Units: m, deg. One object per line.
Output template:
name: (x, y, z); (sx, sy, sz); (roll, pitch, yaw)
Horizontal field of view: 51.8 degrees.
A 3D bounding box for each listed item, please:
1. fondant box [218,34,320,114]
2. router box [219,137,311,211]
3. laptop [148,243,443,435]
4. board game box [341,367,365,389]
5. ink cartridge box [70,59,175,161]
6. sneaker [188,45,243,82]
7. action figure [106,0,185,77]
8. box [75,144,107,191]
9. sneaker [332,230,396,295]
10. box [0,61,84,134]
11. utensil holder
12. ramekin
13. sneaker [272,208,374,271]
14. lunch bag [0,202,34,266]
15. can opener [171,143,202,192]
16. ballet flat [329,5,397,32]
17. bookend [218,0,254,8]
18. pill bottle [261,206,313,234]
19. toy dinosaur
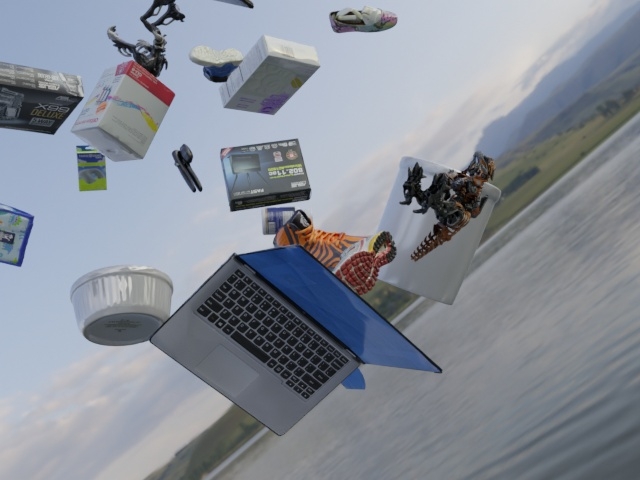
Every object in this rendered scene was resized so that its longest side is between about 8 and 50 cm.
fondant box: (-0.192, -0.603, 2.447); (0.239, 0.096, 0.330); (0, -24, -39)
router box: (-0.082, -0.098, 0.980); (0.123, 0.092, 0.038); (-10, -25, -10)
laptop: (-0.063, 0.220, 1.280); (0.408, 0.382, 0.236); (-44, 21, 9)
board game box: (0.116, 0.499, 2.504); (0.033, 0.133, 0.169); (-31, 9, -36)
ink cartridge box: (-0.432, -0.278, 1.447); (0.128, 0.127, 0.176); (1, 63, 44)
sneaker: (-0.250, -0.395, 1.502); (0.084, 0.058, 0.152); (-44, -13, 37)
action figure: (-0.464, -0.515, 1.735); (0.275, 0.141, 0.164); (-67, -14, 3)
box: (-0.903, -0.286, 2.604); (0.109, 0.042, 0.178); (-6, -68, -23)
sneaker: (0.080, 0.058, 1.431); (0.093, 0.088, 0.225); (-16, 13, 40)
box: (-0.870, -0.404, 1.877); (0.308, 0.076, 0.243); (1, -20, -44)
utensil holder: (0.342, -0.028, 2.070); (0.327, 0.328, 0.385); (14, -83, -78)
ramekin: (-0.526, 0.184, 1.764); (0.273, 0.127, 0.272); (-10, -29, -6)
sneaker: (0.000, 0.000, 1.759); (0.321, 0.180, 0.124); (-15, 21, 30)
lunch bag: (-0.753, -0.017, 1.555); (0.096, 0.151, 0.128); (0, -74, -75)
can opener: (-0.449, -0.236, 2.213); (0.059, 0.186, 0.073); (-10, -26, -32)
ballet flat: (0.120, -0.670, 1.987); (0.079, 0.222, 0.076); (45, -121, -53)
bookend: (-0.161, -0.530, 1.231); (0.072, 0.156, 0.157); (22, -84, -46)
pill bottle: (-0.112, -0.067, 2.216); (0.170, 0.094, 0.094); (-2, -16, -6)
toy dinosaur: (0.337, -0.093, 1.729); (0.164, 0.219, 0.321); (-2, 64, 56)
